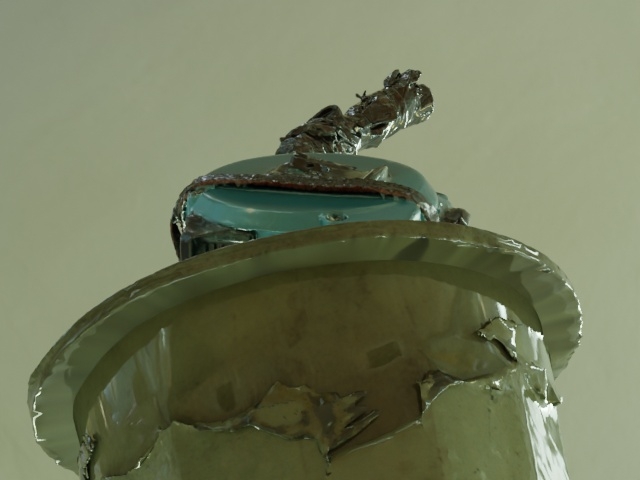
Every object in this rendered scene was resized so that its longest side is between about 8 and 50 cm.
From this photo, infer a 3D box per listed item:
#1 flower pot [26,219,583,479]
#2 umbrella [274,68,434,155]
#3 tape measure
[{"bbox_3d":[0.012,0.125,0.626,0.212,0.212,0.202,-13,-123,1],"label":"flower pot"},{"bbox_3d":[0.013,-0.061,1.040,0.037,0.040,0.144,28,-137,30],"label":"umbrella"},{"bbox_3d":[0.000,0.000,0.892,0.146,0.081,0.125,5,-162,15],"label":"tape measure"}]
